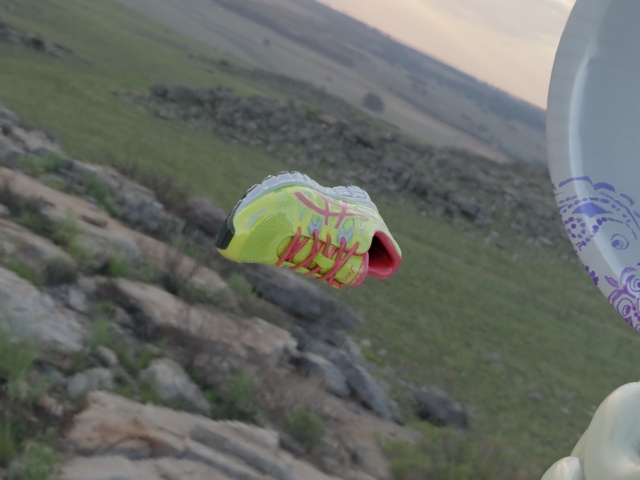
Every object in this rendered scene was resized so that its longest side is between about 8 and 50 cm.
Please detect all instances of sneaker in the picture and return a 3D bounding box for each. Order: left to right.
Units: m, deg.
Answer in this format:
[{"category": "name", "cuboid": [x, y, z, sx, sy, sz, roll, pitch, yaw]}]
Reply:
[{"category": "sneaker", "cuboid": [0.000, 0.000, 0.874, 0.208, 0.081, 0.094, -5, 48, -49]}]

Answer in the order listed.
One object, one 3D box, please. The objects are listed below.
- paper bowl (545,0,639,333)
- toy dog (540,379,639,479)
[{"category": "paper bowl", "cuboid": [0.274, -0.063, 0.526, 0.284, 0.284, 0.148, 33, 25, 35]}, {"category": "toy dog", "cuboid": [0.423, 0.219, 1.074, 0.284, 0.408, 0.395, 30, 31, 14]}]
